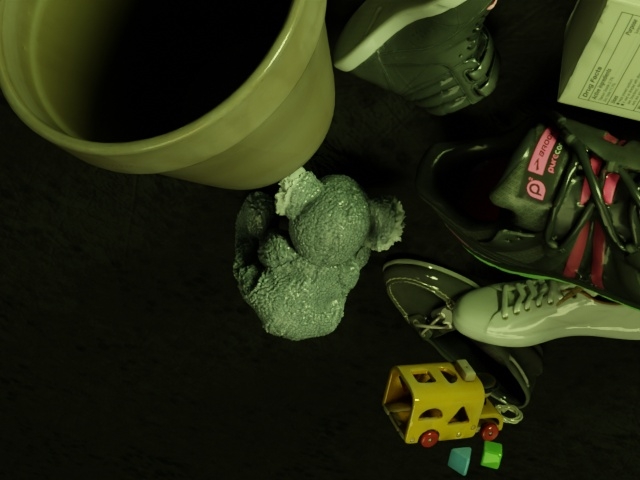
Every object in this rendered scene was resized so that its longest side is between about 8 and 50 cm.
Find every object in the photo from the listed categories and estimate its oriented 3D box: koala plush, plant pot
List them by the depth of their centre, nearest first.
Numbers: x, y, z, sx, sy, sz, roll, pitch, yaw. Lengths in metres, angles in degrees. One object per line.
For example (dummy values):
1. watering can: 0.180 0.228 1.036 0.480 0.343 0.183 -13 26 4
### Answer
1. plant pot: -0.116 -0.183 1.127 0.323 0.323 0.280 0 161 20
2. koala plush: 0.000 0.000 1.460 0.196 0.203 0.221 22 135 -14

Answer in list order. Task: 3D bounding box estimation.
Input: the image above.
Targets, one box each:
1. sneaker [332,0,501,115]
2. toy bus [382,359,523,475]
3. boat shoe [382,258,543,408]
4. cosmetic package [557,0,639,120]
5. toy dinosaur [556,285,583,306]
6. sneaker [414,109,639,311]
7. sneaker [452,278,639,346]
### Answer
1. sneaker: 0.148 -0.222 1.129 0.147 0.104 0.296 26 152 -22
2. toy bus: 0.194 0.225 1.626 0.191 0.202 0.104 20 119 17
3. boat shoe: 0.215 0.140 1.660 0.335 0.095 0.112 35 142 -31
4. cosmetic package: 0.402 -0.183 1.079 0.309 0.113 0.160 15 148 -1
5. toy dinosaur: 0.376 -0.004 1.408 0.112 0.064 0.211 12 125 6
6. sneaker: 0.290 -0.032 1.177 0.202 0.185 0.483 26 164 -40
7. sneaker: 0.319 0.068 1.523 0.290 0.106 0.123 -4 136 12
